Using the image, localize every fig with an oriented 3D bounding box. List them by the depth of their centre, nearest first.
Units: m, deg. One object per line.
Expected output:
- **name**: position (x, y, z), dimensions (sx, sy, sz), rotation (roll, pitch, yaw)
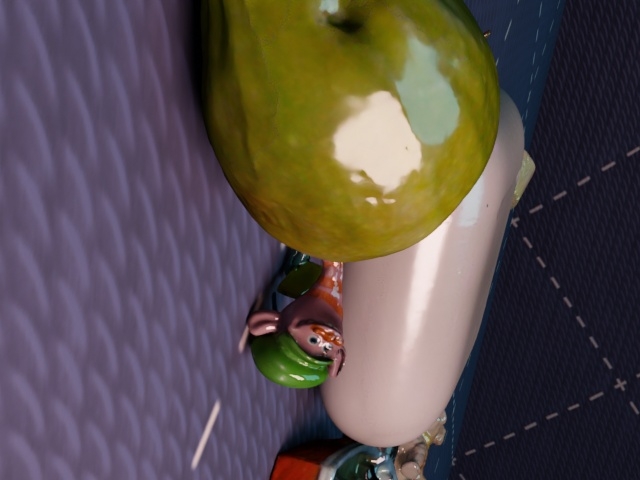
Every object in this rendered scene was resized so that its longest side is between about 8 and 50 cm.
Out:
- **fig**: position (0.018, -0.090, 0.451), dimensions (0.233, 0.167, 0.167), rotation (93, 18, -59)

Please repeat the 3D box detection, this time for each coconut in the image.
- **coconut**: position (0.315, -0.125, 1.532), dimensions (0.122, 0.116, 0.116), rotation (-60, 160, -26)

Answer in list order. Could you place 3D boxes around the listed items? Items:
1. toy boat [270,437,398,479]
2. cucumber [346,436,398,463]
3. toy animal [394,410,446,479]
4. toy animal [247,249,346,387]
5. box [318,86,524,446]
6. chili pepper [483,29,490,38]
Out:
- **toy boat**: position (0.039, 0.293, 0.936), dimensions (0.332, 0.133, 0.145), rotation (44, 61, -73)
- **cucumber**: position (0.102, 0.163, 1.156), dimensions (0.072, 0.072, 0.300), rotation (68, 38, -65)
- **toy animal**: position (0.142, 0.357, 1.427), dimensions (0.185, 0.104, 0.184), rotation (-63, 160, -51)
- **toy animal**: position (0.000, 0.000, 0.639), dimensions (0.103, 0.100, 0.208), rotation (-139, -126, -63)
- **box**: position (0.103, 0.014, 0.879), dimensions (0.289, 0.141, 0.349), rotation (-40, 143, -62)
- **chili pepper**: position (0.188, -0.164, 1.151), dimensions (0.272, 0.071, 0.063), rotation (96, -22, -47)
